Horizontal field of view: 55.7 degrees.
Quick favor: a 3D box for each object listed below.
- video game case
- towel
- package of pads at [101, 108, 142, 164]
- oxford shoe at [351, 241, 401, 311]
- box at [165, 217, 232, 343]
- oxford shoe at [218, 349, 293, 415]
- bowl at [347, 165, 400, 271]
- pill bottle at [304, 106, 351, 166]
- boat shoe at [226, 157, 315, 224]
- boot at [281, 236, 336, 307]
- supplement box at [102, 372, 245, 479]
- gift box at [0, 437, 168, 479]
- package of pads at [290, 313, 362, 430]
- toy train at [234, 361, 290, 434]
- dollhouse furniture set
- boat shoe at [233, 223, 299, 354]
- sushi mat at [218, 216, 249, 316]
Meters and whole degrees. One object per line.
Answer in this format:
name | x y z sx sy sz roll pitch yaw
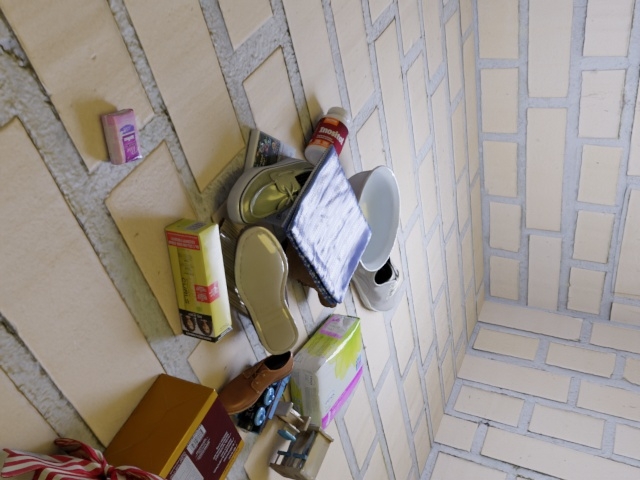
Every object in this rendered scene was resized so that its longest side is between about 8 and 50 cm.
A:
video game case | -0.121 -0.138 1.375 0.173 0.022 0.190 15 86 -64
towel | 0.032 -0.024 1.421 0.243 0.040 0.336 -62 147 -25
package of pads | -0.317 -0.166 0.969 0.050 0.032 0.083 -36 129 -51
oxford shoe | 0.201 0.128 1.973 0.449 0.130 0.169 54 49 -56
box | -0.230 0.077 1.156 0.058 0.087 0.232 -38 132 -53
oxford shoe | -0.148 0.307 1.350 0.212 0.076 0.076 -34 154 -31
bowl | 0.109 -0.068 1.716 0.298 0.134 0.297 -24 118 -57
pill bottle | 0.023 -0.265 1.547 0.152 0.086 0.086 -68 150 -26
boat shoe | -0.088 -0.116 1.316 0.302 0.094 0.109 -41 134 -52
boot | -0.026 0.078 1.563 0.115 0.112 0.305 -24 137 -9
supplement box | -0.266 0.393 1.133 0.191 0.129 0.194 -58 145 -39
gift box | -0.346 0.436 0.853 0.276 0.255 0.258 59 49 -61
package of pads | 0.024 0.366 1.725 0.296 0.101 0.229 -42 134 -52
toy train | -0.137 0.371 1.440 0.105 0.080 0.184 64 42 -57
dollhouse furniture set | -0.087 0.518 1.565 0.183 0.129 0.129 47 53 -28
boat shoe | -0.125 0.099 1.314 0.117 0.097 0.324 -22 123 -13
sushi mat | -0.165 0.080 1.358 0.316 0.019 0.151 49 54 -57
